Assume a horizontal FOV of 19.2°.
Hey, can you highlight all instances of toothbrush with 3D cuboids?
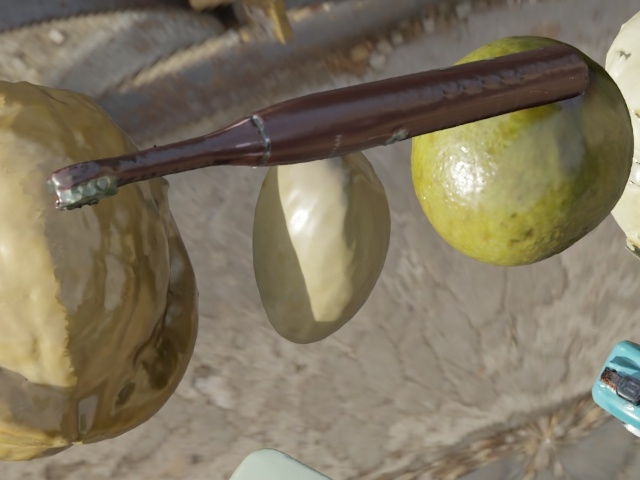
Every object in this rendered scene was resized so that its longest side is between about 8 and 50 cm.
[{"bbox_3d":[0.010,-0.066,1.045,0.364,0.041,0.041,-15,80,-35],"label":"toothbrush"}]

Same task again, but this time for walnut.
[{"bbox_3d":[-0.303,0.035,1.893,0.384,0.383,0.383,-1,84,7],"label":"walnut"}]

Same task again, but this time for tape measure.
[{"bbox_3d":[0.296,0.135,1.601,0.125,0.146,0.081,28,94,19],"label":"tape measure"}]

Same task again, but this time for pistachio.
[{"bbox_3d":[0.000,0.000,1.862,0.136,0.136,0.226,13,120,8],"label":"pistachio"}]

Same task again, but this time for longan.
[{"bbox_3d":[0.128,-0.052,1.239,0.155,0.176,0.145,-16,55,-35],"label":"longan"}]

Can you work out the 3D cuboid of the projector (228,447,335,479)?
[{"bbox_3d":[0.005,0.296,1.179,0.259,0.079,0.257,27,67,16],"label":"projector"}]

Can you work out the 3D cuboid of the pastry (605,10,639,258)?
[{"bbox_3d":[0.342,-0.098,1.618,0.265,0.133,0.264,-9,107,-32],"label":"pastry"}]
